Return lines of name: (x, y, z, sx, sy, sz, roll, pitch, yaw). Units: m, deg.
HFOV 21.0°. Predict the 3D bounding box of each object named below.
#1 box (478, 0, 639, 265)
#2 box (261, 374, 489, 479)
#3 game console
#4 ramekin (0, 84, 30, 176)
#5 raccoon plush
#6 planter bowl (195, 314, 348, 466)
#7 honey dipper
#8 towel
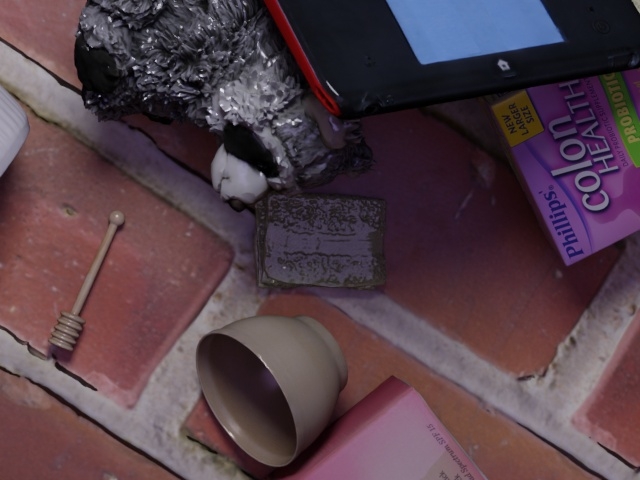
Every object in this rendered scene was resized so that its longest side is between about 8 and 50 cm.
box: (0.314, -0.131, 1.842, 0.243, 0.117, 0.213, -27, 116, 4)
box: (0.045, 0.277, 1.863, 0.232, 0.127, 0.148, -39, 97, -5)
game console: (0.104, -0.282, 1.690, 0.387, 0.060, 0.342, -12, 58, -29)
ramekin: (-0.389, -0.086, 1.761, 0.109, 0.207, 0.207, 40, 86, -16)
raccoon plush: (-0.062, -0.255, 1.735, 0.299, 0.216, 0.446, 13, 98, 14)
planter bowl: (-0.041, 0.144, 1.846, 0.109, 0.162, 0.162, -31, 96, -33)
honey dipper: (-0.247, 0.042, 1.868, 0.030, 0.030, 0.160, 25, 85, -8)
towel: (0.000, 0.000, 1.900, 0.148, 0.027, 0.110, 1, 91, -7)
